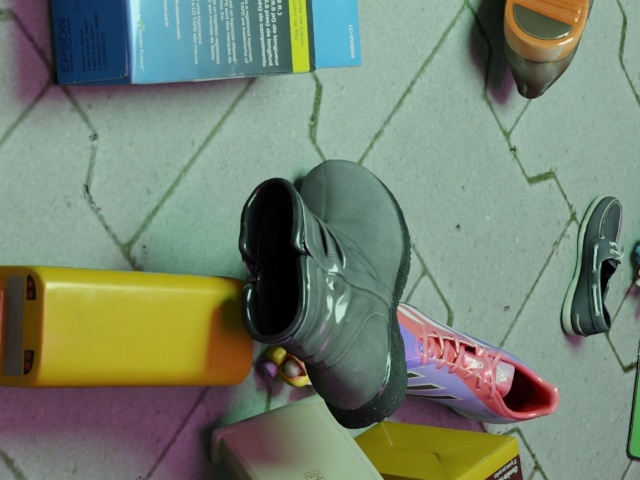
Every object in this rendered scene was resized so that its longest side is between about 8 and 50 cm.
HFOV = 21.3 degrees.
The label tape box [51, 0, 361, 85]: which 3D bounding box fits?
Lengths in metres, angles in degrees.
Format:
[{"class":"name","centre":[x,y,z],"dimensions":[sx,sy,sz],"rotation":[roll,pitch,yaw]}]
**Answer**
[{"class":"label tape box","centre":[-0.110,-0.276,1.658],"dimensions":[0.334,0.106,0.240],"rotation":[-10,98,-50]}]

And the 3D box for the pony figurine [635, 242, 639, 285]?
[{"class":"pony figurine","centre":[0.628,-0.048,2.424],"dimensions":[0.363,0.303,0.351],"rotation":[6,112,-36]}]

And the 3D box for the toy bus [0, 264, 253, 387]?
[{"class":"toy bus","centre":[-0.218,0.078,1.521],"dimensions":[0.333,0.130,0.108],"rotation":[5,87,-50]}]

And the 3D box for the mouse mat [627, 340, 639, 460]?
[{"class":"mouse mat","centre":[0.493,0.230,2.467],"dimensions":[0.152,0.007,0.189],"rotation":[19,75,-49]}]

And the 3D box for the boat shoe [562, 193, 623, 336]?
[{"class":"boat shoe","centre":[0.383,0.034,2.285],"dimensions":[0.075,0.065,0.206],"rotation":[37,63,-44]}]

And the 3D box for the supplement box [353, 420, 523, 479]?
[{"class":"supplement box","centre":[0.120,0.321,1.882],"dimensions":[0.129,0.191,0.194],"rotation":[-26,111,-46]}]

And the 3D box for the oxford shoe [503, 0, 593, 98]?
[{"class":"oxford shoe","centre":[0.298,-0.339,2.162],"dimensions":[0.132,0.130,0.363],"rotation":[93,17,-54]}]

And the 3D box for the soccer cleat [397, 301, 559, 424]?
[{"class":"soccer cleat","centre":[0.156,0.145,1.976],"dimensions":[0.318,0.116,0.108],"rotation":[27,72,-46]}]

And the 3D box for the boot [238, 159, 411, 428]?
[{"class":"boot","centre":[0.000,0.000,1.688],"dimensions":[0.222,0.118,0.338],"rotation":[51,22,-44]}]

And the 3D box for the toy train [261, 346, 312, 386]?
[{"class":"toy train","centre":[0.004,0.104,1.817],"dimensions":[0.166,0.046,0.125],"rotation":[29,79,-24]}]

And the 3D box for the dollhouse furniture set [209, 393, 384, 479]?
[{"class":"dollhouse furniture set","centre":[-0.062,0.360,1.768],"dimensions":[0.286,0.198,0.303],"rotation":[-16,137,-27]}]
